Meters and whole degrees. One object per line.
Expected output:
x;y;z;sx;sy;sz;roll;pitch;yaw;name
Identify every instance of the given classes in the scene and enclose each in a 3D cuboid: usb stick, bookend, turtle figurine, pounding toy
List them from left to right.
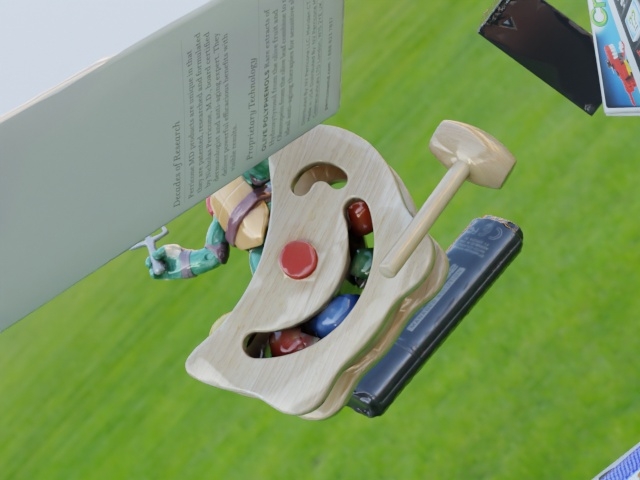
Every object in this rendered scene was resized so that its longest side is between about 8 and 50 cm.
-0.068;-0.020;1.398;0.118;0.234;0.175;-17;-39;-36;turtle figurine
0.000;0.000;1.182;0.269;0.154;0.155;-51;-16;1;pounding toy
0.119;0.079;1.794;0.077;0.045;0.278;19;59;45;usb stick
0.260;-0.224;1.843;0.072;0.157;0.156;-53;2;16;bookend

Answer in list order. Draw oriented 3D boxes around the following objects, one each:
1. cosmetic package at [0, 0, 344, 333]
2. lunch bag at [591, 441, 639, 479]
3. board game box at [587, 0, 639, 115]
-0.174;-0.093;0.967;0.365;0.197;0.155;-35;-35;-32;cosmetic package
0.197;0.212;0.788;0.328;0.239;0.385;-45;-4;23;lunch bag
0.305;-0.258;1.376;0.193;0.305;0.053;3;19;45;board game box
